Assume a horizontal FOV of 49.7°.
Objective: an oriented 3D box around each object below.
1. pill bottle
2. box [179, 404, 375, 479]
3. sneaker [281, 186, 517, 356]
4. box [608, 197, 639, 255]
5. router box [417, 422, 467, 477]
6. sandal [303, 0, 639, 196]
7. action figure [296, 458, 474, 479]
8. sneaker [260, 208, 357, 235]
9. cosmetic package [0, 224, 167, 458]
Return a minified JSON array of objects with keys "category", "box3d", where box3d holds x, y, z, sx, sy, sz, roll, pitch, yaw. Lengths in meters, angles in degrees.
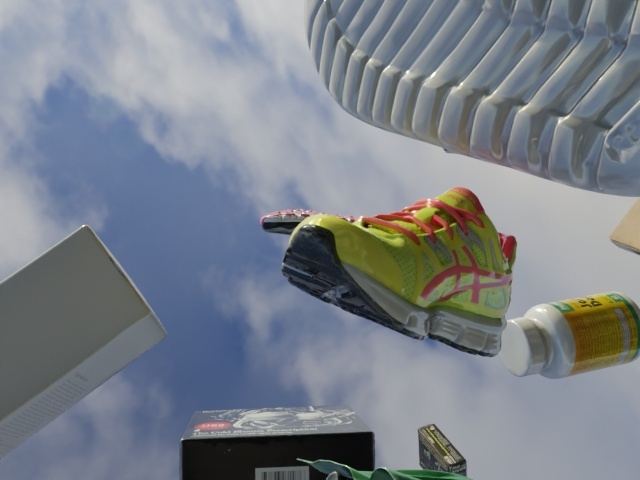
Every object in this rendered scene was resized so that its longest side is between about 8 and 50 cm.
[{"category":"pill bottle","box3d":[0.387,0.150,1.076,0.208,0.117,0.117,-8,-123,-18]},{"category":"box","box3d":[-0.087,0.433,1.336,0.343,0.312,0.179,0,-96,-6]},{"category":"sneaker","box3d":[0.057,0.007,0.407,0.081,0.094,0.208,22,-179,37]},{"category":"box","box3d":[0.402,-0.047,0.735,0.021,0.164,0.201,35,-172,-4]},{"category":"router box","box3d":[0.229,0.420,1.306,0.038,0.092,0.122,-15,-154,-17]},{"category":"sandal","box3d":[0.118,-0.139,0.522,0.102,0.169,0.416,10,-155,-40]},{"category":"action figure","box3d":[0.108,0.222,0.560,0.232,0.137,0.063,21,-101,-31]},{"category":"sneaker","box3d":[0.000,0.000,0.948,0.170,0.074,0.063,7,-172,-11]},{"category":"cosmetic package","box3d":[-0.271,0.105,0.636,0.231,0.085,0.117,-35,-109,-14]}]
